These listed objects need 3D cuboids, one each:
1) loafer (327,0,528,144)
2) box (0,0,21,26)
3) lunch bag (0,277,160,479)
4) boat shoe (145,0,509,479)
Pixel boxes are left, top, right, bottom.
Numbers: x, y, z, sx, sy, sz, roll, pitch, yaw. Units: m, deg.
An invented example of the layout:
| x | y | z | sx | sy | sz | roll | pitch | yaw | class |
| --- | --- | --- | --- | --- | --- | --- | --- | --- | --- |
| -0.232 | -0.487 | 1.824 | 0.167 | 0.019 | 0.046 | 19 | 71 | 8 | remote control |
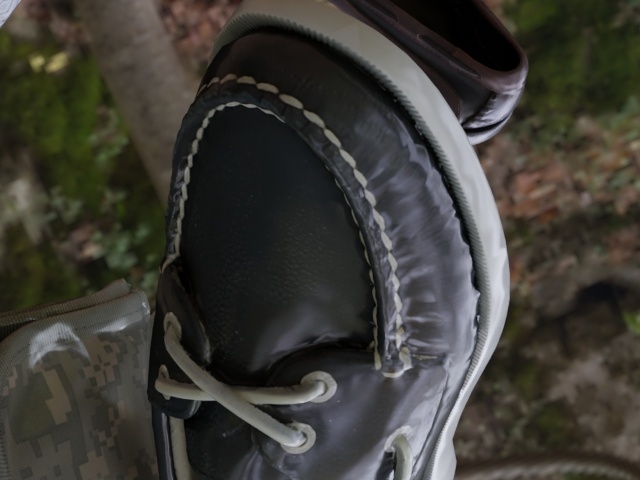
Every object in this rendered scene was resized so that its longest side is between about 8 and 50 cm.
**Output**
| x | y | z | sx | sy | sz | roll | pitch | yaw | class |
| --- | --- | --- | --- | --- | --- | --- | --- | --- | --- |
| 0.040 | -0.205 | 1.213 | 0.109 | 0.302 | 0.095 | -38 | 175 | -23 | loafer |
| -0.322 | -0.180 | 0.957 | 0.296 | 0.183 | 0.294 | -44 | 160 | 29 | box |
| -0.161 | 0.151 | 0.641 | 0.287 | 0.235 | 0.169 | -12 | -177 | -33 | lunch bag |
| -0.007 | 0.050 | 0.575 | 0.114 | 0.302 | 0.091 | 26 | -122 | 25 | boat shoe |
